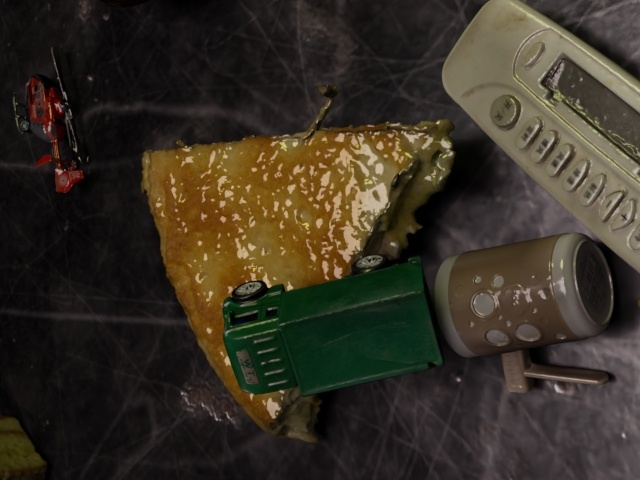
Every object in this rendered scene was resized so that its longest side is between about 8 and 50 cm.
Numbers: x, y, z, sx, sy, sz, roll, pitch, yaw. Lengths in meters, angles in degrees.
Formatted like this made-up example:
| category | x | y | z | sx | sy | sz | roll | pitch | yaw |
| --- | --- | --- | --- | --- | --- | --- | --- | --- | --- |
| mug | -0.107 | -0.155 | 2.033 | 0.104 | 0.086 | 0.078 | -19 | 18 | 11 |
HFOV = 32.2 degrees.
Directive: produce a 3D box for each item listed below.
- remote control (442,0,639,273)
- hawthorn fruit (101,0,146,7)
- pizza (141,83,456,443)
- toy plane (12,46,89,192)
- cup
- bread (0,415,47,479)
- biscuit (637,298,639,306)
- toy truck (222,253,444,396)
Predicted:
| category | x | y | z | sx | sy | sz | roll | pitch | yaw |
| --- | --- | --- | --- | --- | --- | --- | --- | --- | --- |
| remote control | 0.173 | -0.069 | 0.711 | 0.090 | 0.049 | 0.230 | -54 | 54 | 19 |
| hawthorn fruit | -0.160 | -0.268 | 0.919 | 0.157 | 0.157 | 0.194 | -47 | 50 | 28 |
| pizza | 0.000 | 0.000 | 0.848 | 0.288 | 0.075 | 0.279 | -29 | 75 | 32 |
| toy plane | -0.261 | -0.112 | 1.078 | 0.060 | 0.037 | 0.145 | -23 | 70 | 25 |
| cup | 0.138 | 0.050 | 0.730 | 0.099 | 0.074 | 0.102 | -14 | 80 | 37 |
| bread | -0.399 | 0.269 | 1.054 | 0.111 | 0.234 | 0.184 | 36 | 112 | 30 |
| biscuit | 0.294 | 0.016 | 0.637 | 0.247 | 0.029 | 0.118 | -38 | 69 | 32 |
| toy truck | 0.005 | 0.060 | 0.758 | 0.147 | 0.079 | 0.065 | -13 | 112 | 9 |
